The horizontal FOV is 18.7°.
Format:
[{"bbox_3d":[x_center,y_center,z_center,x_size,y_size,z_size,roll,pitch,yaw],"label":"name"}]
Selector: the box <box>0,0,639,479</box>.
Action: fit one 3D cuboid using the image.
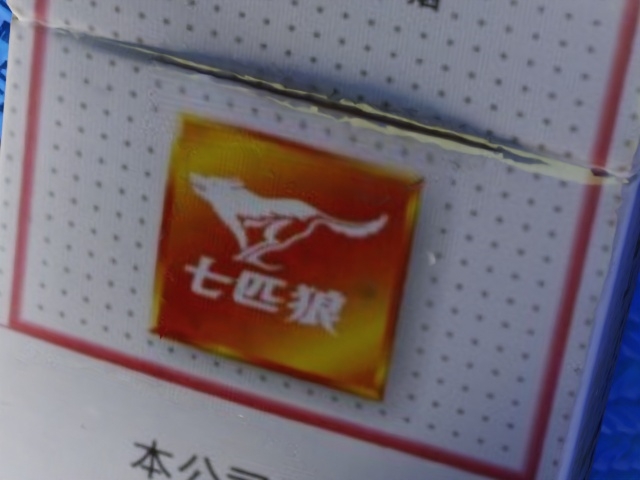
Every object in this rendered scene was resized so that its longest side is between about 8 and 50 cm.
[{"bbox_3d":[0.000,0.000,0.655,0.210,0.095,0.330,16,115,13],"label":"box"}]
